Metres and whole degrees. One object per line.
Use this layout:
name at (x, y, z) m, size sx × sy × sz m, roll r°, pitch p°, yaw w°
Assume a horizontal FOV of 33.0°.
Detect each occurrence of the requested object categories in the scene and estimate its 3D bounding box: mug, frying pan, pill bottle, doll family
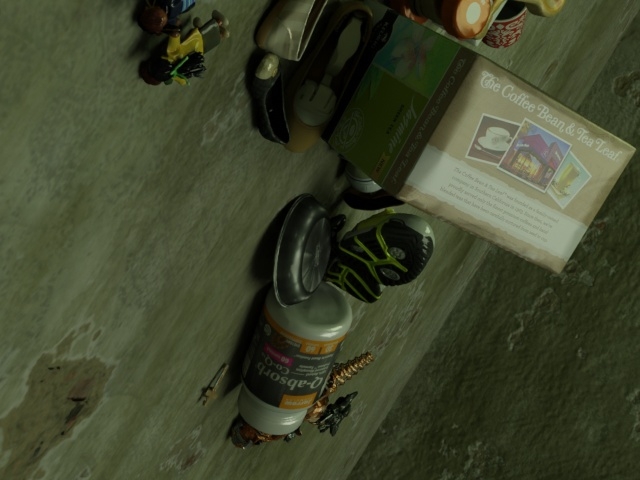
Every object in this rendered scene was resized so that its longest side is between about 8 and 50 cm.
mug at (0.319, -0.431, 2.030) m, size 0.169 × 0.150 × 0.113 m, roll 44°, pitch 42°, yaw -77°
frying pan at (-0.008, 0.029, 1.895) m, size 0.326 × 0.053 × 0.197 m, roll 24°, pitch 79°, yaw -69°
pill bottle at (-0.055, 0.214, 1.976) m, size 0.162 × 0.162 × 0.278 m, roll -35°, pitch 151°, yaw -51°
doll family at (-0.149, -0.223, 1.128) m, size 0.111 × 0.076 × 0.193 m, roll -44°, pitch 153°, yaw -26°

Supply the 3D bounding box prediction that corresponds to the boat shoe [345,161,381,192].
boat shoe at (0.158, -0.204, 1.936) m, size 0.302 × 0.109 × 0.094 m, roll -46°, pitch 156°, yaw -26°

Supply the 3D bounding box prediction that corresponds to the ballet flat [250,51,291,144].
ballet flat at (-0.061, -0.192, 1.448) m, size 0.057 × 0.049 × 0.173 m, roll -52°, pitch 162°, yaw -22°

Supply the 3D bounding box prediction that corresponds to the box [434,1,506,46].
box at (0.270, -0.443, 1.846) m, size 0.170 × 0.091 × 0.130 m, roll -56°, pitch 163°, yaw -5°

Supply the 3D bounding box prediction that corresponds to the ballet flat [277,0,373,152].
ballet flat at (0.006, -0.231, 1.510) m, size 0.232 × 0.080 × 0.073 m, roll -66°, pitch -166°, yaw 3°

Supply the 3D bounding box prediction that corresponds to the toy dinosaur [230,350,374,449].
toy dinosaur at (-0.027, 0.329, 2.185) m, size 0.218 × 0.321 × 0.164 m, roll 5°, pitch 73°, yaw -68°

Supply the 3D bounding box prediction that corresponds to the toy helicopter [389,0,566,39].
toy helicopter at (0.280, -0.430, 1.701) m, size 0.355 × 0.140 × 0.235 m, roll 0°, pitch 108°, yaw -44°

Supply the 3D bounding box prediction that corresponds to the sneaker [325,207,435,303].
sneaker at (0.110, -0.002, 1.934) m, size 0.147 × 0.145 × 0.384 m, roll -60°, pitch -172°, yaw -18°

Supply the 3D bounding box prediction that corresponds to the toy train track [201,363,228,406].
toy train track at (-0.190, 0.257, 1.931) m, size 0.083 × 0.014 × 0.048 m, roll -61°, pitch 156°, yaw -10°

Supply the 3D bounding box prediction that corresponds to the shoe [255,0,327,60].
shoe at (-0.001, -0.327, 1.363) m, size 0.219 × 0.058 × 0.076 m, roll -59°, pitch 163°, yaw 4°

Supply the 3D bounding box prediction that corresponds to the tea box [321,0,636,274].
tea box at (0.205, -0.154, 1.565) m, size 0.329 × 0.323 × 0.220 m, roll 23°, pitch 102°, yaw -32°

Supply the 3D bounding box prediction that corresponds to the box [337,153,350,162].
box at (0.146, -0.207, 1.827) m, size 0.175 × 0.051 × 0.220 m, roll 20°, pitch 97°, yaw -43°

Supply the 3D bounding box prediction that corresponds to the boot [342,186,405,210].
boot at (0.211, -0.149, 1.996) m, size 0.280 × 0.264 × 0.096 m, roll -40°, pitch 123°, yaw -45°

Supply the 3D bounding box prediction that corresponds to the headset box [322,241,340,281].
headset box at (0.024, 0.046, 2.115) m, size 0.083 × 0.032 × 0.062 m, roll -60°, pitch 162°, yaw 10°
